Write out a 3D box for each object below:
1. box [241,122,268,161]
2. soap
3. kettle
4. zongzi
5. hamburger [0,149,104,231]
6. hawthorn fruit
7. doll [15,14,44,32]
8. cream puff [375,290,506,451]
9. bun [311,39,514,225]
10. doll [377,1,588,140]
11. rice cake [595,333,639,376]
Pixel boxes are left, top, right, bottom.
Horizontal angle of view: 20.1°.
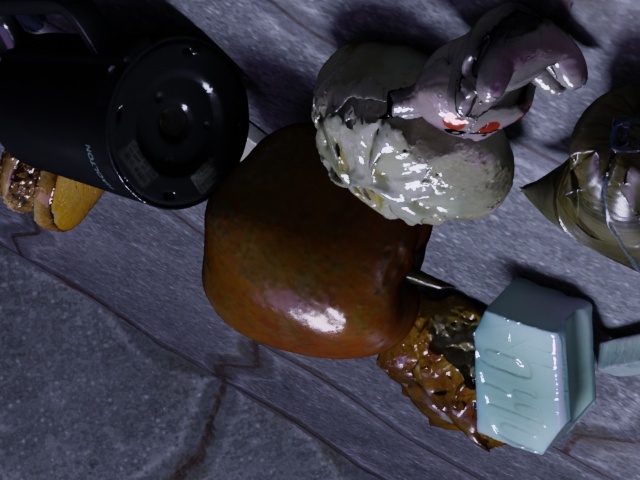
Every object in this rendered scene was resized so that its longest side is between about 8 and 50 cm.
[{"bbox_3d":[-0.124,-0.147,2.313,0.167,0.024,0.090,37,161,-18],"label":"box"},{"bbox_3d":[0.265,0.166,2.270,0.145,0.091,0.230,20,133,35],"label":"soap"},{"bbox_3d":[-0.278,-0.168,2.185,0.262,0.203,0.308,27,171,-40],"label":"kettle"},{"bbox_3d":[0.253,-0.068,1.702,0.274,0.125,0.251,25,165,41],"label":"zongzi"},{"bbox_3d":[-0.376,-0.105,2.530,0.118,0.191,0.182,19,132,16],"label":"hamburger"},{"bbox_3d":[0.014,0.015,2.114,0.301,0.267,0.268,25,163,19],"label":"hawthorn fruit"},{"bbox_3d":[-0.427,-0.305,2.298,0.120,0.075,0.180,14,158,32],"label":"doll"},{"bbox_3d":[0.201,0.176,2.481,0.269,0.155,0.241,26,159,40],"label":"cream puff"},{"bbox_3d":[0.085,-0.098,1.867,0.239,0.141,0.239,32,165,10],"label":"bun"},{"bbox_3d":[0.152,-0.151,1.654,0.192,0.149,0.095,-35,72,64],"label":"doll"},{"bbox_3d":[0.413,0.132,2.137,0.081,0.051,0.290,17,169,-13],"label":"rice cake"}]
